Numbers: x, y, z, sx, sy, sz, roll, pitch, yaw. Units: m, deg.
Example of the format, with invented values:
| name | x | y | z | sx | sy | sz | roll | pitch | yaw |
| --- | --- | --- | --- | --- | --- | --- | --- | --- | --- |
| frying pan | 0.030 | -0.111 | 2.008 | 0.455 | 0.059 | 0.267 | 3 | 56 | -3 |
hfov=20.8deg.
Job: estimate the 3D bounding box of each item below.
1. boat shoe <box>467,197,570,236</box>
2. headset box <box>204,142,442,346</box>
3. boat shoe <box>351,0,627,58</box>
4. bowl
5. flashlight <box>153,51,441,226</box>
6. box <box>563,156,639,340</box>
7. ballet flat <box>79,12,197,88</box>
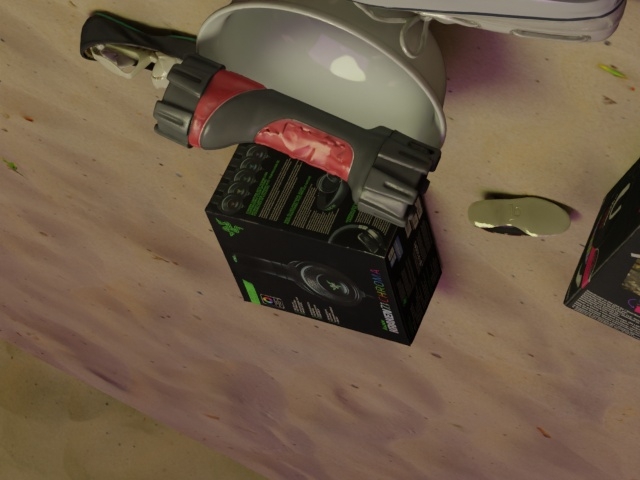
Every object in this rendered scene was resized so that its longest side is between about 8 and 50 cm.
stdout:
| name | x | y | z | sx | sy | sz | roll | pitch | yaw |
| --- | --- | --- | --- | --- | --- | --- | --- | --- | --- |
| boat shoe | 0.255 | -0.030 | 2.209 | 0.133 | 0.049 | 0.042 | 5 | 177 | 23 |
| headset box | 0.000 | 0.000 | 2.382 | 0.283 | 0.131 | 0.246 | 15 | 153 | 20 |
| boat shoe | 0.132 | -0.262 | 1.783 | 0.367 | 0.135 | 0.156 | 8 | 155 | 11 |
| bowl | 0.021 | -0.214 | 1.947 | 0.298 | 0.134 | 0.298 | 19 | 154 | 10 |
| flashlight | -0.030 | -0.105 | 1.915 | 0.304 | 0.103 | 0.103 | 25 | 122 | 9 |
| box | 0.402 | -0.008 | 1.973 | 0.143 | 0.165 | 0.270 | 25 | 154 | -2 |
| ballet flat | -0.214 | -0.228 | 2.202 | 0.203 | 0.074 | 0.074 | 18 | 154 | 13 |
